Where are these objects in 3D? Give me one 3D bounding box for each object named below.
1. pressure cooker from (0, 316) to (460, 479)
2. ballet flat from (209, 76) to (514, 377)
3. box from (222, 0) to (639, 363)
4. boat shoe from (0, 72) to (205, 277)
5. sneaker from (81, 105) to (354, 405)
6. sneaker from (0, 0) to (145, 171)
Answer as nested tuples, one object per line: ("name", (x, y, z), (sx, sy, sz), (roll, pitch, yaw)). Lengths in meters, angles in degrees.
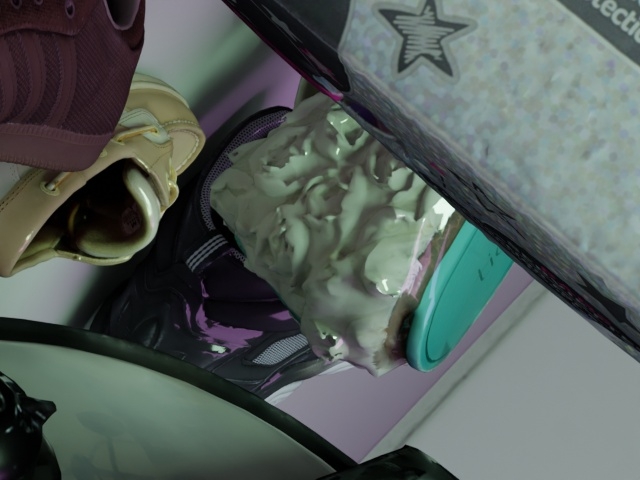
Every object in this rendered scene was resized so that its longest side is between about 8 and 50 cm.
("pressure cooker", (-0.120, 0.232, 0.543), (0.420, 0.375, 0.370), (-57, -164, 35))
("ballet flat", (0.101, -0.126, 0.723), (0.409, 0.147, 0.147), (-49, 169, -17))
("box", (0.058, -0.092, 0.388), (0.163, 0.247, 0.142), (-49, 167, 3))
("boat shoe", (-0.083, -0.018, 0.590), (0.063, 0.059, 0.170), (-53, 167, 23))
("sneaker", (0.000, 0.000, 0.836), (0.268, 0.101, 0.153), (-31, 162, -47))
("sneaker", (-0.099, -0.058, 0.437), (0.071, 0.066, 0.188), (-67, 170, 9))
